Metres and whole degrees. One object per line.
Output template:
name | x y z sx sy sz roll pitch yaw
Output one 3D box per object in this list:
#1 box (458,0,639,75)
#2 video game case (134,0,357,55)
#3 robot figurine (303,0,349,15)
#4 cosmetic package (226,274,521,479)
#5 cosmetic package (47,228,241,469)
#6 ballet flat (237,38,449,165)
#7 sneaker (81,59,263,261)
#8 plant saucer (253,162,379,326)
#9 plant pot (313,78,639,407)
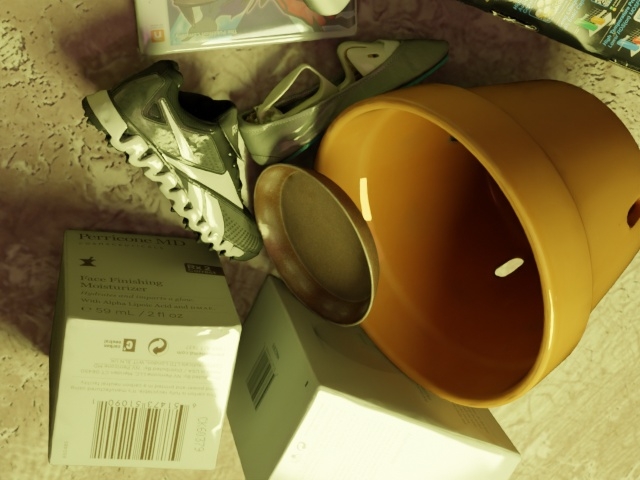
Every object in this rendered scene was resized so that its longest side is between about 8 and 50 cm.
box | 0.289 -0.306 0.956 0.294 0.073 0.295 17 121 -17
video game case | -0.068 -0.262 0.949 0.201 0.023 0.183 -8 116 -11
robot figurine | 0.055 -0.352 0.823 0.300 0.200 0.353 35 90 12
cosmetic package | 0.038 0.172 1.066 0.225 0.224 0.138 21 107 -22
cosmetic package | -0.169 0.097 0.999 0.151 0.183 0.151 5 114 -17
ballet flat | 0.019 -0.145 1.001 0.213 0.072 0.068 -32 113 2
sneaker | -0.104 -0.072 0.982 0.106 0.078 0.234 -37 127 5
plant saucer | 0.000 0.000 1.006 0.029 0.168 0.168 -31 122 -30
plant pot | 0.161 -0.024 0.983 0.204 0.291 0.290 -28 122 -31
